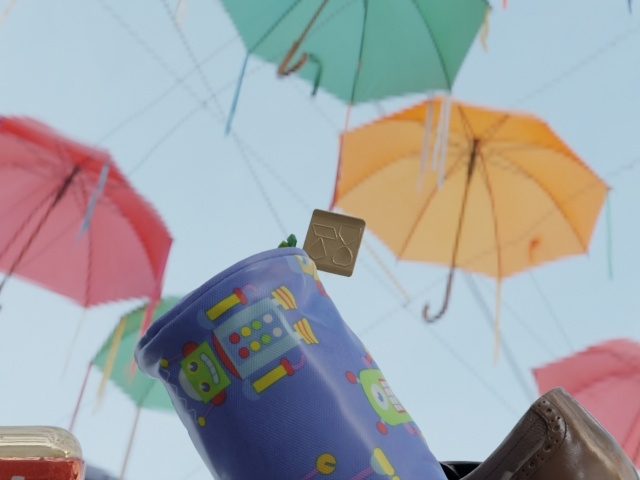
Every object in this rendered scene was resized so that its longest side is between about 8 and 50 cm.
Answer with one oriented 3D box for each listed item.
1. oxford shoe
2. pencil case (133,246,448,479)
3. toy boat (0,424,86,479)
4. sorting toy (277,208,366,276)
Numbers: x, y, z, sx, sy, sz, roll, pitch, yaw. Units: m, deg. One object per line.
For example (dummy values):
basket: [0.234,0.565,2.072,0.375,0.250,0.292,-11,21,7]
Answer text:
oxford shoe: [0.075,0.220,1.017,0.364,0.130,0.132,-40,-108,35]
pencil case: [0.022,0.151,0.869,0.119,0.133,0.306,-40,-103,22]
toy boat: [-0.345,0.258,1.470,0.231,0.151,0.151,3,-13,-26]
sorting toy: [0.000,0.000,1.537,0.083,0.062,0.012,13,-11,11]
